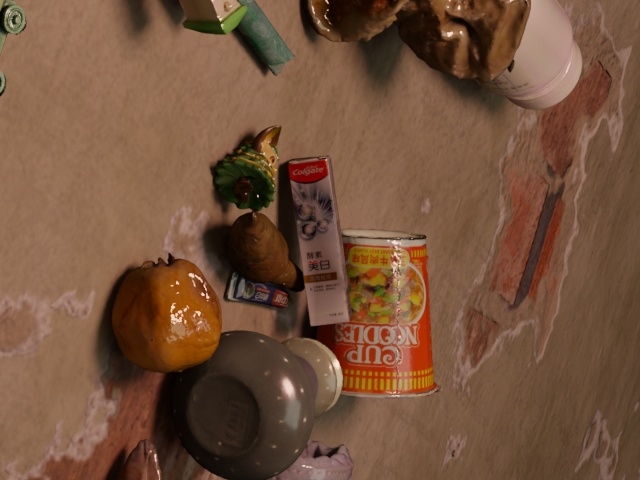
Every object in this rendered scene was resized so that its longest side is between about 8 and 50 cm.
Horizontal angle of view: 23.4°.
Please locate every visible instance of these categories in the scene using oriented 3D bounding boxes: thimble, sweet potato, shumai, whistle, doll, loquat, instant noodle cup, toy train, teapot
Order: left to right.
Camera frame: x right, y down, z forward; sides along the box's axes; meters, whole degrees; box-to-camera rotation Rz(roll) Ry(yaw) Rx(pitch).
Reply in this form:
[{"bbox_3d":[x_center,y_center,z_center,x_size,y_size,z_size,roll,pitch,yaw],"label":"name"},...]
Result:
[{"bbox_3d":[-0.325,-0.188,1.450,0.081,0.050,0.122,26,81,-53],"label":"toy train"},{"bbox_3d":[-0.173,0.085,1.751,0.137,0.113,0.137,-4,97,-33],"label":"loquat"},{"bbox_3d":[-0.089,-0.095,1.870,0.113,0.076,0.078,-85,-170,-45],"label":"doll"},{"bbox_3d":[-0.081,-0.259,1.817,0.039,0.039,0.186,-64,146,-18],"label":"whistle"},{"bbox_3d":[-0.073,0.021,1.914,0.269,0.075,0.075,57,53,-67],"label":"sweet potato"},{"bbox_3d":[-0.064,0.190,1.912,0.251,0.183,0.183,-15,115,-66],"label":"teapot"},{"bbox_3d":[-0.031,0.323,2.043,0.151,0.127,0.118,2,101,-63],"label":"thimble"},{"bbox_3d":[0.077,0.094,2.093,0.193,0.193,0.212,-5,98,-57],"label":"instant noodle cup"},{"bbox_3d":[0.102,-0.356,1.971,0.267,0.262,0.314,115,-31,-53],"label":"shumai"}]

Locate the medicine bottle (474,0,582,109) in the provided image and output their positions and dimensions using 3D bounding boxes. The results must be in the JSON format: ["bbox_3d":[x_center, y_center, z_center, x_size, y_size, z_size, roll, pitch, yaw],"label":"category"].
[{"bbox_3d":[0.270,-0.304,2.230,0.293,0.170,0.170,31,76,-57],"label":"medicine bottle"}]

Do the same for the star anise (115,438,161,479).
[{"bbox_3d":[-0.235,0.414,1.780,0.292,0.109,0.349,-45,127,-29],"label":"star anise"}]

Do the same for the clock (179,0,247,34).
[{"bbox_3d":[-0.100,-0.371,1.629,0.220,0.106,0.255,-44,128,-34],"label":"clock"}]

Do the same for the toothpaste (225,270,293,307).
[{"bbox_3d":[-0.075,0.068,1.975,0.140,0.021,0.037,19,85,-56],"label":"toothpaste"}]

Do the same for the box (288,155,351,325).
[{"bbox_3d":[0.000,0.000,1.984,0.039,0.055,0.218,-66,148,-78],"label":"box"}]
